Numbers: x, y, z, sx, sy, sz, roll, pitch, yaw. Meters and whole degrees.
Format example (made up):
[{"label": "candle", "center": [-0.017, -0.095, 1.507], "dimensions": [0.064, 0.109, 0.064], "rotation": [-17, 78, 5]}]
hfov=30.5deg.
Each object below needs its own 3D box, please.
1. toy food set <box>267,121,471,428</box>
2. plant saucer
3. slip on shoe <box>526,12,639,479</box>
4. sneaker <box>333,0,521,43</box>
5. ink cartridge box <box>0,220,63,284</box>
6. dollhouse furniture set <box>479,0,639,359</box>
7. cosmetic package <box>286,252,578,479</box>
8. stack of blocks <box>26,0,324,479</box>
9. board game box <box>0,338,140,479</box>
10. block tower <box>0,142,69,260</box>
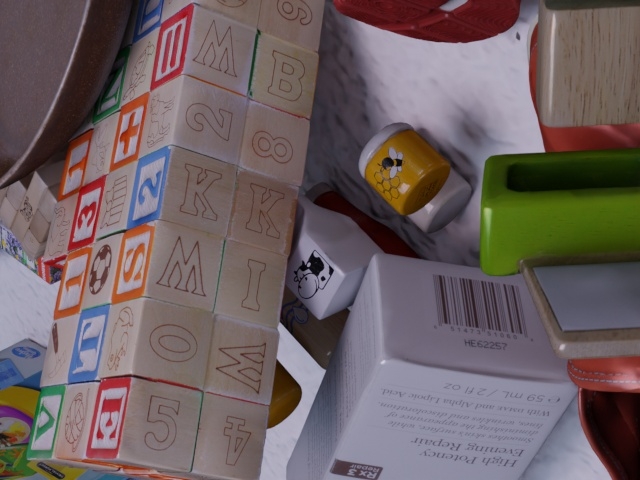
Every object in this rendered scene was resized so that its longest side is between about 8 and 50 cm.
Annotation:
[{"label": "toy food set", "center": [0.000, 0.000, 0.732], "dimensions": [0.104, 0.111, 0.232], "rotation": [46, 131, 21]}, {"label": "plant saucer", "center": [-0.196, -0.179, 0.792], "dimensions": [0.311, 0.050, 0.310], "rotation": [-16, 69, 51]}, {"label": "slip on shoe", "center": [0.170, 0.035, 0.577], "dimensions": [0.123, 0.101, 0.331], "rotation": [-3, 108, 50]}, {"label": "sneaker", "center": [0.080, -0.181, 0.588], "dimensions": [0.221, 0.087, 0.128], "rotation": [-6, 70, 67]}, {"label": "ink cartridge box", "center": [-0.220, 0.008, 1.012], "dimensions": [0.115, 0.063, 0.029], "rotation": [31, 131, 32]}, {"label": "dollhouse furniture set", "center": [0.155, -0.114, 0.400], "dimensions": [0.198, 0.151, 0.301], "rotation": [-3, 115, 0]}, {"label": "cosmetic package", "center": [0.057, 0.116, 0.711], "dimensions": [0.085, 0.117, 0.231], "rotation": [-91, 13, -44]}, {"label": "stack of blocks", "center": [-0.095, -0.008, 0.713], "dimensions": [0.171, 0.087, 0.297], "rotation": [-16, 62, 55]}, {"label": "board game box", "center": [-0.321, 0.223, 1.031], "dimensions": [0.254, 0.336, 0.079], "rotation": [18, 124, 40]}, {"label": "block tower", "center": [-0.272, -0.139, 0.963], "dimensions": [0.335, 0.091, 0.097], "rotation": [52, 139, 11]}]
